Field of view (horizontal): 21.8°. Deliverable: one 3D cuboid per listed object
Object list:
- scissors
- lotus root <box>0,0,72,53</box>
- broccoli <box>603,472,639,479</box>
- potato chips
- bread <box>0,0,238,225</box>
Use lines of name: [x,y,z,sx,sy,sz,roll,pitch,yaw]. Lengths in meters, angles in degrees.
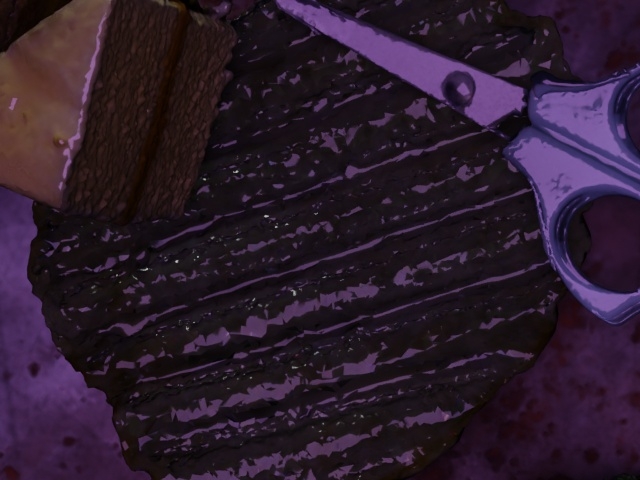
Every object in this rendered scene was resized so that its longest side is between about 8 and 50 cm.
scissors: [0.122,-0.089,1.121,0.360,0.029,0.191,28,95,6]
lotus root: [-0.252,-0.192,1.136,0.196,0.179,0.397,33,111,22]
broccoli: [0.206,0.248,1.121,0.195,0.156,0.195,0,85,4]
potato chips: [0.000,0.000,1.180,0.429,0.070,0.358,-21,87,6]
bread: [-0.146,-0.076,1.050,0.178,0.266,0.142,-16,85,14]
